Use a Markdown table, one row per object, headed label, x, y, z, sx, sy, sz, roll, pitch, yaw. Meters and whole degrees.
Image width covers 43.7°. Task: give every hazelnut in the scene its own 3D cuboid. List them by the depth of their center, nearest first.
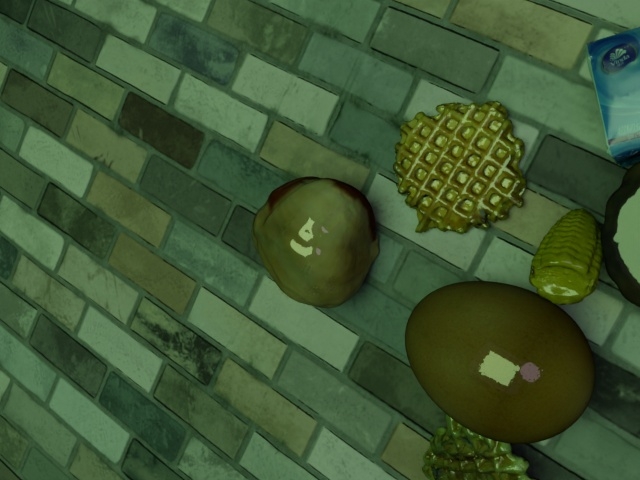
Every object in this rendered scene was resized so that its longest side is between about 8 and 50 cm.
| label | x | y | z | sx | sy | sz | roll | pitch | yaw |
| --- | --- | --- | --- | --- | --- | --- | --- | --- | --- |
| hazelnut | 0.000 | 0.000 | 1.514 | 0.261 | 0.241 | 0.261 | -18 | 69 | 55 |

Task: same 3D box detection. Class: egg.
| label | x | y | z | sx | sy | sz | roll | pitch | yaw |
| --- | --- | --- | --- | --- | --- | --- | --- | --- | --- |
| egg | 0.288 | 0.193 | 1.318 | 0.322 | 0.250 | 0.250 | 26 | 101 | 28 |

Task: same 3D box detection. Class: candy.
| label | x | y | z | sx | sy | sz | roll | pitch | yaw |
| --- | --- | --- | --- | --- | --- | --- | --- | --- | --- |
| candy | 0.411 | 0.012 | 1.300 | 0.106 | 0.199 | 0.094 | 27 | 135 | 9 |

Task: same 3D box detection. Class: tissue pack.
| label | x | y | z | sx | sy | sz | roll | pitch | yaw |
| --- | --- | --- | --- | --- | --- | --- | --- | --- | --- |
| tissue pack | 0.571 | -0.244 | 1.239 | 0.263 | 0.146 | 0.198 | -13 | 82 | 28 |

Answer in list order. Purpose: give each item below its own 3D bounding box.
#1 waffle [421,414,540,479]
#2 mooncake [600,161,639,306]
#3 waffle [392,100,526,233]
| label | x | y | z | sx | sy | sz | roll | pitch | yaw |
| --- | --- | --- | --- | --- | --- | --- | --- | --- | --- |
| waffle | 0.278 | 0.414 | 1.390 | 0.223 | 0.054 | 0.204 | 39 | 130 | 24 |
| mooncake | 0.581 | -0.006 | 1.218 | 0.290 | 0.161 | 0.290 | 0 | 90 | 29 |
| waffle | 0.251 | -0.134 | 1.464 | 0.254 | 0.052 | 0.245 | -10 | 85 | 27 |
